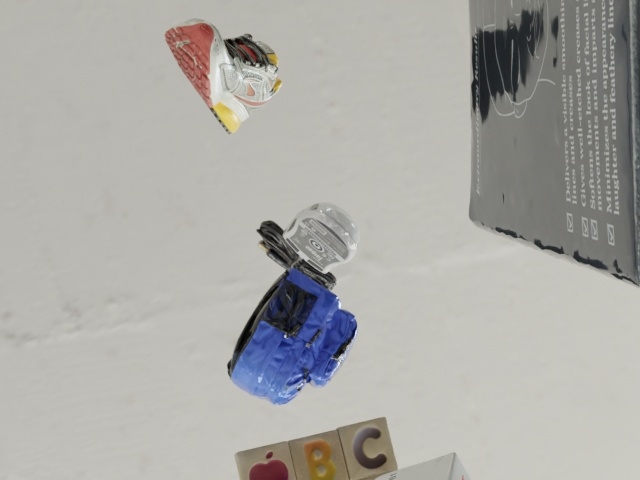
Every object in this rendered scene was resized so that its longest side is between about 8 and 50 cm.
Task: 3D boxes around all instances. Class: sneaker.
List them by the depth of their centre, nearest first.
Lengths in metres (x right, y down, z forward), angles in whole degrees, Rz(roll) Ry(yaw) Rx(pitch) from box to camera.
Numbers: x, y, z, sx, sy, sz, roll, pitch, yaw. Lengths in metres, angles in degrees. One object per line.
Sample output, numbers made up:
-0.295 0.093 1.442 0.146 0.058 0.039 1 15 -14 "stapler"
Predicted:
-0.098 -0.190 1.752 0.088 0.092 0.225 55 -179 13 "sneaker"

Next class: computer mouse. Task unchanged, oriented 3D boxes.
0.000 0.000 1.701 0.106 0.193 0.042 43 -113 -5 "computer mouse"

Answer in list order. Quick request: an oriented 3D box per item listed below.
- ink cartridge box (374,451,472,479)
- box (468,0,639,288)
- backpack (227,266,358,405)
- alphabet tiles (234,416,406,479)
0.069 0.184 0.848 0.122 0.052 0.088 58 -156 -20 "ink cartridge box"
0.229 -0.140 1.015 0.212 0.395 0.293 -3 -84 -7 "box"
-0.028 0.100 1.572 0.101 0.098 0.120 32 -100 10 "backpack"
0.030 0.360 1.650 0.285 0.011 0.342 -10 -98 -25 "alphabet tiles"
